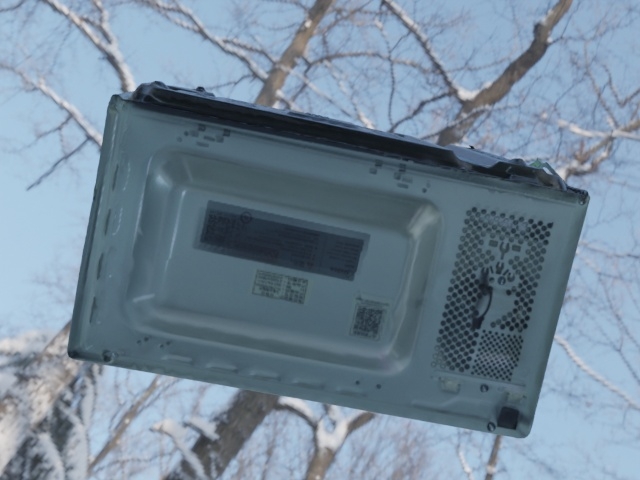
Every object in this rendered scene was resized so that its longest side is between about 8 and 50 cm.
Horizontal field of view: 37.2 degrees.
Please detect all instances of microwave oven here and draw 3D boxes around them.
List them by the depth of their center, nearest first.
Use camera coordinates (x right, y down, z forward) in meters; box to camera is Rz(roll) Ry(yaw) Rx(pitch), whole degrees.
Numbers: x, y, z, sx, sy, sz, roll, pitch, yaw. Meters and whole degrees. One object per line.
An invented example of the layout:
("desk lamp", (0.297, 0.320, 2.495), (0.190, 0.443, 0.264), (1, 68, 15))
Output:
("microwave oven", (0.000, 0.000, 0.465), (0.208, 0.162, 0.122), (11, -82, -7))

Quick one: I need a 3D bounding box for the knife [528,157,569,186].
("knife", (0.202, -0.008, 1.021), (0.166, 0.022, 0.078), (-46, -109, 25))
